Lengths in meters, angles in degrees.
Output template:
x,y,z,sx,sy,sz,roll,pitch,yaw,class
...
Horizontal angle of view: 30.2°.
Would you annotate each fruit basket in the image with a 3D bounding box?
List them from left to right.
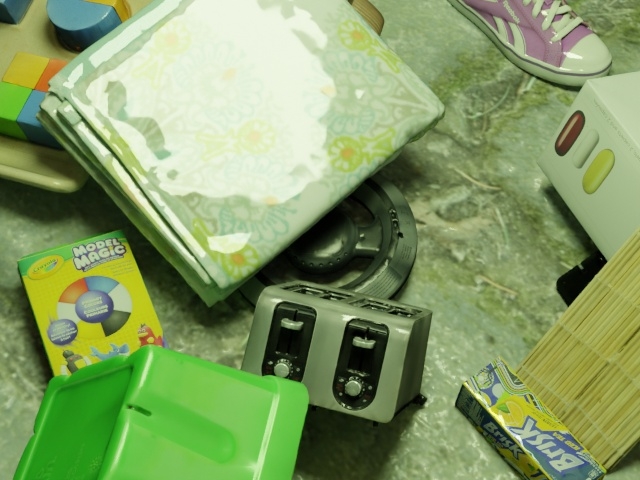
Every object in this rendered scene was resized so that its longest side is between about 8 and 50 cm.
x,y,z,sx,sy,sz,roll,pitch,yaw,class
-0.101,0.314,1.105,0.392,0.283,0.392,21,60,-41,fruit basket

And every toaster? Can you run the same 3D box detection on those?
x,y,z,sx,sy,sz,roll,pitch,yaw,class
0.026,0.115,1.247,0.168,0.185,0.110,13,95,15,toaster

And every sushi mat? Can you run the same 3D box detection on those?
x,y,z,sx,sy,sz,roll,pitch,yaw,class
0.350,0.085,1.254,0.151,0.317,0.019,45,21,21,sushi mat

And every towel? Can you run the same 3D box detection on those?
x,y,z,sx,sy,sz,roll,pitch,yaw,class
-0.092,-0.152,1.374,0.374,0.090,0.320,-40,86,-16,towel

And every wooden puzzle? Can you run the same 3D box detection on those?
x,y,z,sx,sy,sz,roll,pitch,yaw,class
-0.376,-0.239,1.468,0.322,0.080,0.348,14,62,18,wooden puzzle

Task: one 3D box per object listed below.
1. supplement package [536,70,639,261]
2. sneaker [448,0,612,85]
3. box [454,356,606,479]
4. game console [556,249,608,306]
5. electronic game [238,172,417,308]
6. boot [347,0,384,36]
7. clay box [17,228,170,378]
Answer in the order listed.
x,y,z,sx,sy,sz,roll,pitch,yaw,class
0.422,-0.060,1.389,0.204,0.145,0.262,-12,56,-29,supplement package
0.278,-0.329,1.576,0.282,0.161,0.102,39,61,19,sneaker
0.223,0.210,1.273,0.059,0.054,0.169,-31,64,-22,box
0.357,0.074,1.399,0.107,0.071,0.122,-36,61,9,game console
0.000,0.000,1.401,0.229,0.048,0.229,-2,58,4,electronic game
-0.064,-0.260,1.503,0.283,0.109,0.220,35,62,-22,boot
-0.255,0.079,1.328,0.127,0.053,0.222,-18,60,-16,clay box
